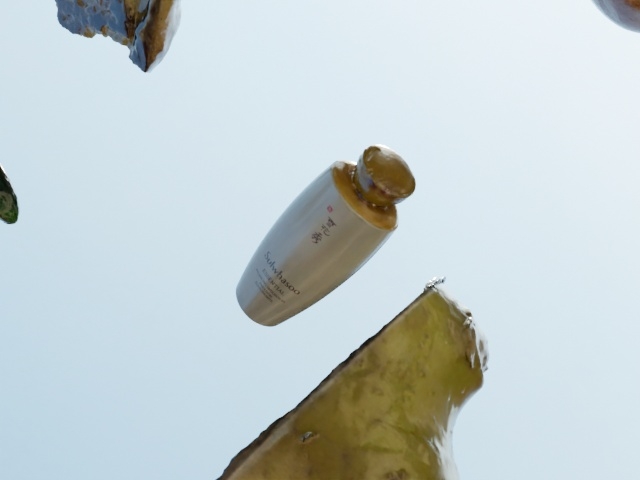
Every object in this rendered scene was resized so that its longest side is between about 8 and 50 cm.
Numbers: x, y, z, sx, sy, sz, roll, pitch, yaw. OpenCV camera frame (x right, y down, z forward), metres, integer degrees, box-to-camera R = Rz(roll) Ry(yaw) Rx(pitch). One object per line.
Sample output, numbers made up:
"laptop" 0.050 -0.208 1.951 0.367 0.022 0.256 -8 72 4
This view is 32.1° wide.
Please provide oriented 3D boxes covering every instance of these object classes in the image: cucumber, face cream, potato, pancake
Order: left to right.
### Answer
"cucumber" -0.276 -0.089 0.844 0.184 0.033 0.036 60 -164 13
"pancake" -0.168 -0.260 0.971 0.056 0.257 0.212 -24 -88 -38
"face cream" 0.000 0.000 0.837 0.072 0.182 0.051 50 -142 6
"potato" 0.075 0.279 1.163 0.397 0.290 0.296 -37 -101 -25

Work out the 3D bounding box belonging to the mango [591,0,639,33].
"mango" 0.321 -0.301 1.086 0.139 0.254 0.175 11 -56 -20
